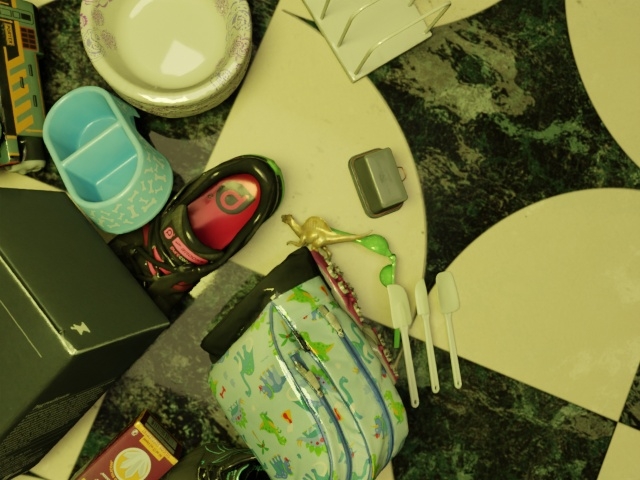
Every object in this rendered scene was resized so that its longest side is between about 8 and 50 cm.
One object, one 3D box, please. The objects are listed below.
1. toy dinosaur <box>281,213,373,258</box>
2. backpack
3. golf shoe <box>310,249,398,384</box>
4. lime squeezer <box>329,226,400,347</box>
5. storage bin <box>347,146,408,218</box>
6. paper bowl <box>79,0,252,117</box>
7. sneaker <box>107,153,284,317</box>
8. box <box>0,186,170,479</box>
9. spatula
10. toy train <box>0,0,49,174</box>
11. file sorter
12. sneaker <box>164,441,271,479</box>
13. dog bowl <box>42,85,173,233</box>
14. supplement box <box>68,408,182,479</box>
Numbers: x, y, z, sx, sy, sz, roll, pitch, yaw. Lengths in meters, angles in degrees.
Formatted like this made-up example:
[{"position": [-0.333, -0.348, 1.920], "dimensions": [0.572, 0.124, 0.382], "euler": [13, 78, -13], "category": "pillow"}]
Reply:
[{"position": [0.000, 0.000, 1.029], "dimensions": [0.183, 0.053, 0.092], "euler": [14, 109, 13], "category": "toy dinosaur"}, {"position": [-0.026, 0.242, 0.882], "dimensions": [0.355, 0.273, 0.290], "euler": [47, 127, 0], "category": "backpack"}, {"position": [0.026, 0.166, 1.007], "dimensions": [0.140, 0.115, 0.306], "euler": [-28, 102, 8], "category": "golf shoe"}, {"position": [0.106, 0.061, 1.061], "dimensions": [0.110, 0.059, 0.310], "euler": [-36, 94, -7], "category": "lime squeezer"}, {"position": [0.123, -0.118, 1.050], "dimensions": [0.098, 0.091, 0.135], "euler": [-20, 92, -8], "category": "storage bin"}, {"position": [-0.266, -0.364, 0.974], "dimensions": [0.284, 0.148, 0.284], "euler": [0, 89, -8], "category": "paper bowl"}, {"position": [-0.262, 0.012, 0.938], "dimensions": [0.185, 0.202, 0.483], "euler": [44, 83, -4], "category": "sneaker"}, {"position": [-0.486, 0.157, 0.809], "dimensions": [0.395, 0.212, 0.293], "euler": [-45, 79, 15], "category": "box"}, {"position": [0.217, 0.191, 1.067], "dimensions": [0.168, 0.019, 0.241], "euler": [-10, 90, -33], "category": "spatula"}, {"position": [-0.561, -0.270, 0.916], "dimensions": [0.142, 0.190, 0.333], "euler": [-6, 94, 33], "category": "toy train"}, {"position": [0.083, -0.486, 1.013], "dimensions": [0.193, 0.173, 0.277], "euler": [-32, 93, -8], "category": "file sorter"}, {"position": [-0.166, 0.410, 0.962], "dimensions": [0.268, 0.106, 0.101], "euler": [-13, 73, 12], "category": "sneaker"}, {"position": [-0.372, -0.148, 0.923], "dimensions": [0.166, 0.074, 0.297], "euler": [-36, 63, 0], "category": "dog bowl"}, {"position": [-0.357, 0.415, 0.976], "dimensions": [0.188, 0.081, 0.104], "euler": [-43, 95, -6], "category": "supplement box"}]
